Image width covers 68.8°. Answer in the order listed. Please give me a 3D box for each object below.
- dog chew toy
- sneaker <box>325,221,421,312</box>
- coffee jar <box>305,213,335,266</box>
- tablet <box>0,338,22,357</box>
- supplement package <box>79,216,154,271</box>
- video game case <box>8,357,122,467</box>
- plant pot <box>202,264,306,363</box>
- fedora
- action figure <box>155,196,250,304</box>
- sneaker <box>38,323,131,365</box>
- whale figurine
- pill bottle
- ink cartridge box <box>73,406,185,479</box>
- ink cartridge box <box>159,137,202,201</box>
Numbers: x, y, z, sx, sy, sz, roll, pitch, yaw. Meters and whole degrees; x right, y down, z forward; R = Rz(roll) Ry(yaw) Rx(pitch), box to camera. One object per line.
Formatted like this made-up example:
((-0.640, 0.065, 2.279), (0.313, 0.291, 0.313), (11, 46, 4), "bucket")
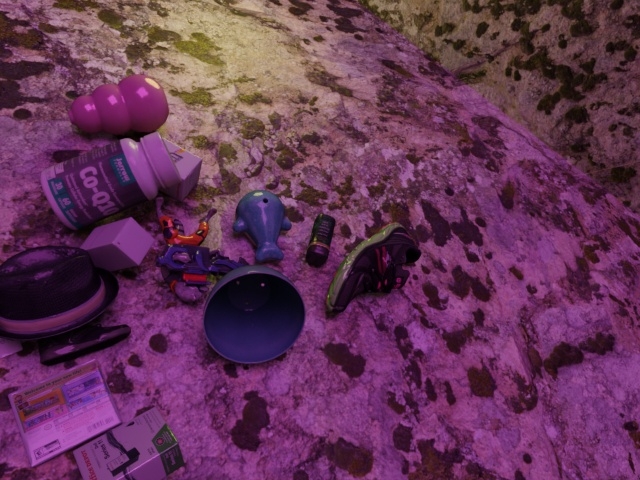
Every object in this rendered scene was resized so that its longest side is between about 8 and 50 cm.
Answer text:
((-0.728, -0.476, 1.685), (0.331, 0.207, 0.207), (-19, 65, -22), "dog chew toy")
((0.202, 0.104, 1.648), (0.202, 0.185, 0.482), (42, 53, 15), "sneaker")
((0.000, 0.000, 1.695), (0.078, 0.096, 0.185), (17, 52, -6), "coffee jar")
((-0.833, 0.266, 1.238), (0.054, 0.006, 0.083), (-23, 67, -32), "tablet")
((-0.604, 0.016, 1.380), (0.105, 0.179, 0.105), (54, 40, -35), "supplement package")
((-0.645, 0.430, 1.187), (0.212, 0.023, 0.193), (-21, 67, -31), "video game case")
((-0.205, 0.189, 1.398), (0.289, 0.291, 0.195), (7, 18, -17), "plant pot")
((-0.718, 0.112, 1.233), (0.333, 0.153, 0.334), (2, 32, -1), "fedora")
((-0.398, 0.049, 1.504), (0.341, 0.178, 0.331), (20, 53, -43), "action figure")
((-0.645, 0.243, 1.276), (0.227, 0.087, 0.131), (-14, 69, -23), "sneaker")
((-0.196, -0.058, 1.629), (0.216, 0.141, 0.272), (-1, 58, -23), "whale figurine")
((-0.633, -0.191, 1.441), (0.360, 0.204, 0.204), (-25, 67, -10), "pill bottle")
((-0.458, 0.522, 1.117), (0.208, 0.087, 0.153), (-24, 35, -33), "ink cartridge box")
((-0.526, -0.250, 1.641), (0.176, 0.128, 0.127), (29, 51, -2), "ink cartridge box")
